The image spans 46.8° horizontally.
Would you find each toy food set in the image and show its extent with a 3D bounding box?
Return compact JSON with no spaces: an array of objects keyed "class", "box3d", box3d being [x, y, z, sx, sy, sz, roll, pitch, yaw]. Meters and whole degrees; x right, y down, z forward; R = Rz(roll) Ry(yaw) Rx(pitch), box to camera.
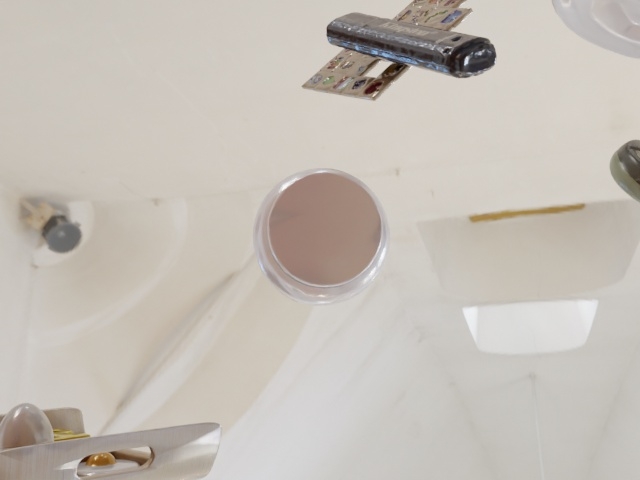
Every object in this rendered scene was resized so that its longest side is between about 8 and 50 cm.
[{"class":"toy food set","box3d":[-0.278,0.200,0.746,0.306,0.219,0.093,-8,-98,46]}]

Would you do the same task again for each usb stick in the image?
[{"class":"usb stick","box3d":[0.107,-0.255,0.952,0.077,0.045,0.278,-19,-149,-28]}]

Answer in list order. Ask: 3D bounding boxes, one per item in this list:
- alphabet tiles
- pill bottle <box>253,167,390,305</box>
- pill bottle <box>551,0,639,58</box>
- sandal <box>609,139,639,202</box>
[{"class":"alphabet tiles","box3d":[0.104,-0.287,1.073,0.237,0.009,0.198,-43,-149,-13]},{"class":"pill bottle","box3d":[0.000,0.000,0.683,0.121,0.216,0.121,0,-95,-3]},{"class":"pill bottle","box3d":[0.308,-0.320,0.583,0.176,0.176,0.319,15,-98,22]},{"class":"sandal","box3d":[0.387,0.014,0.717,0.302,0.120,0.086,34,-62,-7]}]
